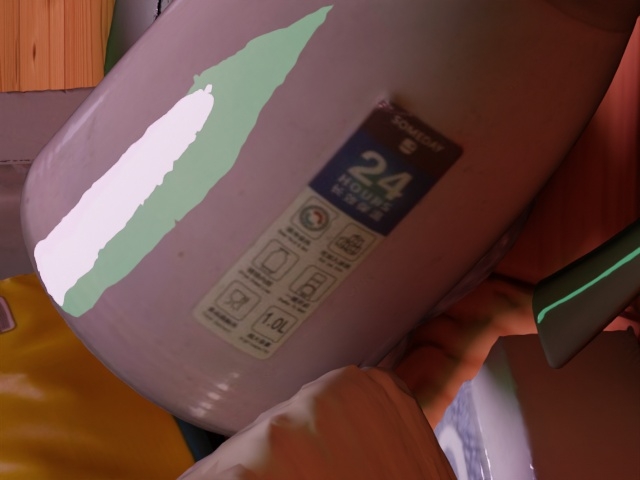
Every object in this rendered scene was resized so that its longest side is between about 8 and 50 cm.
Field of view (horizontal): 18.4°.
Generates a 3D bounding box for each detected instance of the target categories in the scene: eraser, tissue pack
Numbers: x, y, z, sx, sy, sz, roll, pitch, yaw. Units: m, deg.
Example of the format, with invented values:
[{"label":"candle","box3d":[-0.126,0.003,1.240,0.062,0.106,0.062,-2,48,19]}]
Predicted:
[{"label":"eraser","box3d":[0.049,0.115,0.603,0.212,0.046,0.092,112,152,-54]},{"label":"tissue pack","box3d":[-0.117,0.171,0.940,0.271,0.134,0.192,59,148,35]}]

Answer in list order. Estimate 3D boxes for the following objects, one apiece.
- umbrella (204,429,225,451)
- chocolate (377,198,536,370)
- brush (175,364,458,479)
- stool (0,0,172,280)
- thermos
[{"label":"umbrella","box3d":[-0.062,0.070,0.985,0.037,0.040,0.144,34,128,47]},{"label":"chocolate","box3d":[0.000,0.000,0.669,0.248,0.110,0.110,133,134,-65]},{"label":"brush","box3d":[-0.003,0.165,0.491,0.166,0.174,0.267,44,154,15]},{"label":"stool","box3d":[-0.200,-0.063,1.088,0.170,0.243,0.270,106,156,-45]},{"label":"thermos","box3d":[0.034,-0.037,0.487,0.193,0.137,0.105,-46,2,28]}]
